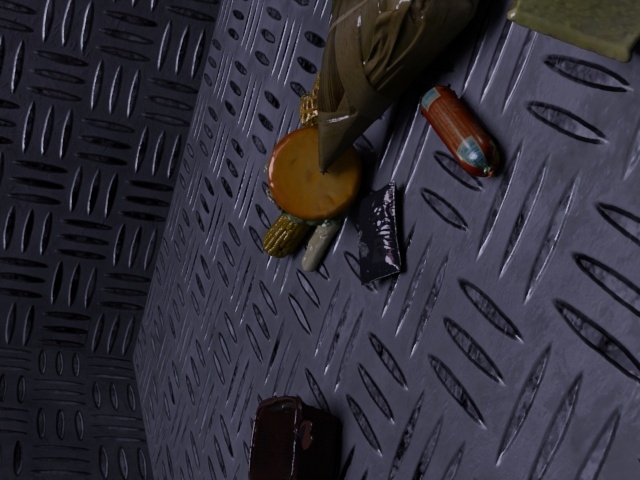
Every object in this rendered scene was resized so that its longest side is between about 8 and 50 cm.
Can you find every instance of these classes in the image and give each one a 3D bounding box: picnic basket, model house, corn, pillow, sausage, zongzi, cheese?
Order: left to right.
[{"bbox_3d":[-0.084,-0.031,2.156,0.261,0.097,0.097,131,142,-50],"label":"corn"},{"bbox_3d":[-0.060,0.478,1.846,0.297,0.129,0.222,150,128,-61],"label":"picnic basket"},{"bbox_3d":[0.000,0.000,2.009,0.065,0.043,0.194,-106,33,-44],"label":"cheese"},{"bbox_3d":[0.126,-0.014,1.700,0.141,0.055,0.208,-30,53,54],"label":"pillow"},{"bbox_3d":[0.153,-0.334,1.562,0.500,0.218,0.466,-153,72,-69],"label":"zongzi"},{"bbox_3d":[0.258,-0.191,1.436,0.264,0.083,0.083,-112,38,-49],"label":"sausage"},{"bbox_3d":[0.404,-0.398,1.041,0.266,0.261,0.321,88,-155,-77],"label":"model house"}]

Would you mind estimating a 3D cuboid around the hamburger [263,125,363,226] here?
[{"bbox_3d":[-0.017,-0.153,1.879,0.170,0.246,0.246,-144,65,-86],"label":"hamburger"}]

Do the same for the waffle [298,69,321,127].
[{"bbox_3d":[-0.013,-0.400,2.193,0.194,0.051,0.149,124,146,-45],"label":"waffle"}]

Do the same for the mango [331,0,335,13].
[{"bbox_3d":[0.089,-0.592,1.975,0.119,0.100,0.178,1,71,26],"label":"mango"}]
